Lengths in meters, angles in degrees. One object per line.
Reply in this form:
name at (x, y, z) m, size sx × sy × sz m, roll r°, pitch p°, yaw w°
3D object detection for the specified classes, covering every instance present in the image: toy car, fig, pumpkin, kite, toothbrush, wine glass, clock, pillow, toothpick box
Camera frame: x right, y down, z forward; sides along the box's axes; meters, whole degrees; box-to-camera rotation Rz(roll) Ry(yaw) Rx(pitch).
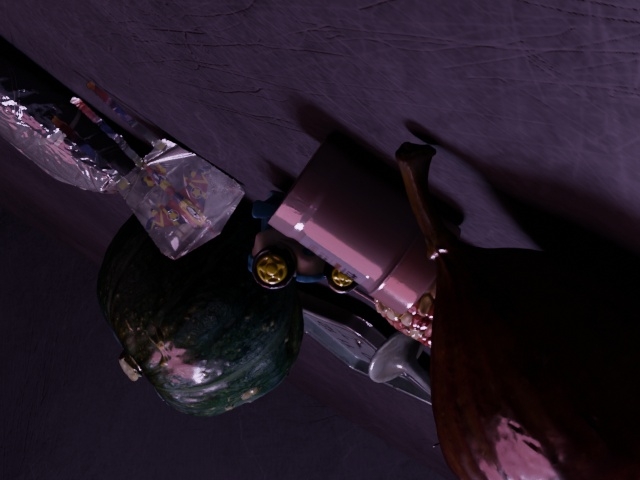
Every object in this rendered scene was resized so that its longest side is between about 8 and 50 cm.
toy car at (0.000, 0.000, 1.459) m, size 0.162 × 0.098 × 0.126 m, roll 3°, pitch -168°, yaw 11°
fig at (0.149, 0.060, 1.058) m, size 0.320 × 0.217 × 0.217 m, roll 54°, pitch 168°, yaw 0°
pumpkin at (-0.167, 0.066, 1.742) m, size 0.293 × 0.263 × 0.197 m, roll 42°, pitch 162°, yaw 25°
kite at (-0.215, -0.089, 1.613) m, size 0.245 × 0.141 × 0.015 m, roll 43°, pitch -162°, yaw -12°
toothbrush at (0.038, 0.060, 1.775) m, size 0.097 × 0.006 × 0.008 m, roll 32°, pitch 166°, yaw 7°
wine glass at (0.244, 0.250, 1.737) m, size 0.264 × 0.096 × 0.309 m, roll 10°, pitch -151°, yaw -52°
clock at (0.061, 0.154, 2.016) m, size 0.273 × 0.049 × 0.279 m, roll 42°, pitch 166°, yaw -36°
pillow at (-0.368, -0.159, 1.755) m, size 0.335 × 0.092 × 0.161 m, roll 38°, pitch 163°, yaw -22°
toothpick box at (0.039, -0.014, 1.195) m, size 0.149 × 0.098 × 0.098 m, roll 35°, pitch 169°, yaw -4°

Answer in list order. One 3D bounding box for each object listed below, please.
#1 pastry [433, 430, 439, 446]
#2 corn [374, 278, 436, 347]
pastry at (0.260, 0.329, 2.134) m, size 0.153 × 0.081 × 0.153 m, roll 23°, pitch 162°, yaw 8°
corn at (0.189, 0.098, 1.279) m, size 0.290 × 0.098 × 0.098 m, roll 28°, pitch 169°, yaw 8°
